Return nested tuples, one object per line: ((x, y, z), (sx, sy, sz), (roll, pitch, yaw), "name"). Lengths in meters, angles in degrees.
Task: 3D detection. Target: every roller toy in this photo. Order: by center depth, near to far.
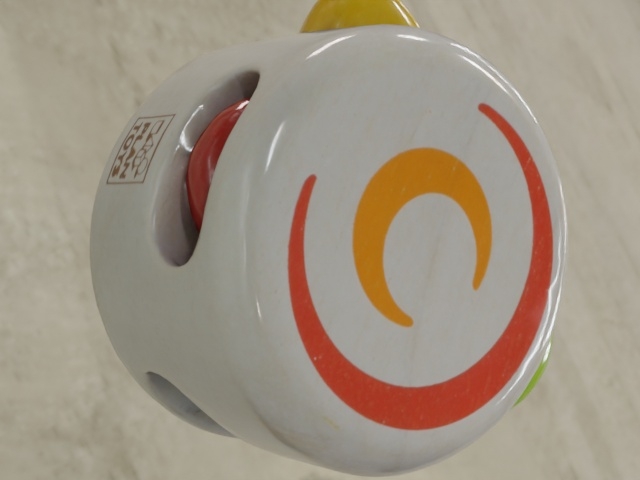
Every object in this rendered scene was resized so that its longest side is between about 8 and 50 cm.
((0.000, 0.000, 0.632), (0.191, 0.146, 0.209), (-23, 106, -33), "roller toy")
